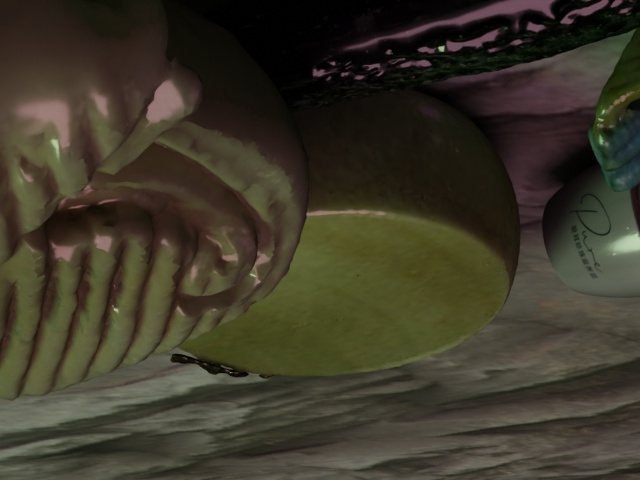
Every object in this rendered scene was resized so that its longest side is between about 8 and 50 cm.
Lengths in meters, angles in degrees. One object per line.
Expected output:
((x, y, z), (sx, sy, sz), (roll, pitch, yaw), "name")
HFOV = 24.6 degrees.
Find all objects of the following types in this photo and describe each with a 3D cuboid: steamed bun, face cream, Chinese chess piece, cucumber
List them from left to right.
((-0.192, -0.053, 0.635), (0.324, 0.219, 0.310), (-25, 158, 8), "steamed bun")
((0.000, 0.000, 0.866), (0.237, 0.092, 0.238), (-4, 151, -2), "Chinese chess piece")
((0.032, -0.106, 0.700), (0.241, 0.074, 0.074), (-13, 150, 16), "cucumber")
((0.189, -0.010, 0.879), (0.095, 0.091, 0.091), (-19, 149, 39), "face cream")

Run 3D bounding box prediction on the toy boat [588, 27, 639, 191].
((0.265, -0.107, 0.731), (0.276, 0.084, 0.111), (-17, 146, 15), "toy boat")
